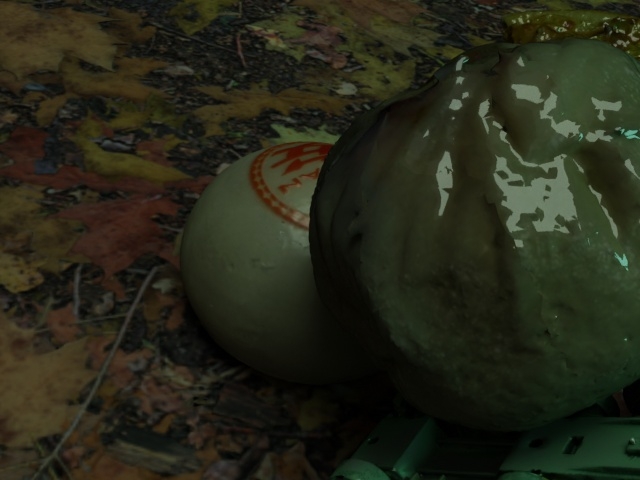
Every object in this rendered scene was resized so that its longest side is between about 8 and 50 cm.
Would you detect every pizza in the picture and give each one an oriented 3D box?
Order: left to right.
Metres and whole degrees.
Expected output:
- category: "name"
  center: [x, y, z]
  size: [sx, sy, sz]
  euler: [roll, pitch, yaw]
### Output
- category: "pizza"
  center: [0.367, -0.218, 1.178]
  size: [0.258, 0.087, 0.268]
  euler: [-5, 39, -2]

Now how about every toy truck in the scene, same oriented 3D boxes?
- category: "toy truck"
  center: [0.133, 0.174, 0.627]
  size: [0.259, 0.135, 0.128]
  euler: [-3, 27, 38]

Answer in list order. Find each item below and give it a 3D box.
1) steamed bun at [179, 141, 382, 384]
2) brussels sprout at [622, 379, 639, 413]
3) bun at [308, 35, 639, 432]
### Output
- category: "steamed bun"
  center: [0.000, 0.000, 0.819]
  size: [0.232, 0.145, 0.232]
  euler: [6, 40, -5]
- category: "brussels sprout"
  center: [0.400, 0.097, 0.639]
  size: [0.371, 0.315, 0.276]
  euler: [30, 54, 11]
- category: "bun"
  center: [0.111, -0.019, 0.628]
  size: [0.205, 0.281, 0.281]
  euler: [50, 38, -17]
